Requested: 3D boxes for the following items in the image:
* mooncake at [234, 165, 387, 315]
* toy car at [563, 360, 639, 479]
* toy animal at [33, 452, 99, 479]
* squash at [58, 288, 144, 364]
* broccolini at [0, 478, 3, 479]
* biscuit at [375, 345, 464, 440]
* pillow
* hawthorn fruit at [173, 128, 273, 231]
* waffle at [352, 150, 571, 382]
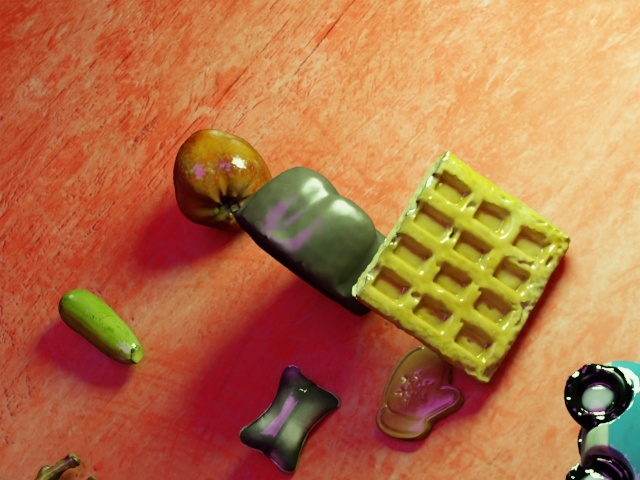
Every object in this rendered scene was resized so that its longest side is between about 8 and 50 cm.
[{"bbox_3d":[0.000,0.000,2.036,0.133,0.245,0.245,-46,50,-4],"label":"mooncake"},{"bbox_3d":[0.389,0.267,1.695,0.190,0.188,0.255,-5,55,16],"label":"toy car"},{"bbox_3d":[-0.403,0.440,2.097,0.149,0.054,0.275,10,63,29],"label":"toy animal"},{"bbox_3d":[-0.344,0.136,2.249,0.201,0.066,0.066,33,79,38],"label":"squash"},{"bbox_3d":[-0.482,0.432,2.155,0.052,0.054,0.194,-15,54,-4],"label":"broccolini"},{"bbox_3d":[0.140,0.210,1.969,0.118,0.023,0.140,3,62,31],"label":"biscuit"},{"bbox_3d":[-0.044,0.252,2.020,0.091,0.055,0.135,30,79,36],"label":"pillow"},{"bbox_3d":[-0.162,-0.113,2.259,0.163,0.162,0.203,-32,41,7],"label":"hawthorn fruit"},{"bbox_3d":[0.193,0.037,1.948,0.221,0.055,0.248,35,77,-7],"label":"waffle"}]
